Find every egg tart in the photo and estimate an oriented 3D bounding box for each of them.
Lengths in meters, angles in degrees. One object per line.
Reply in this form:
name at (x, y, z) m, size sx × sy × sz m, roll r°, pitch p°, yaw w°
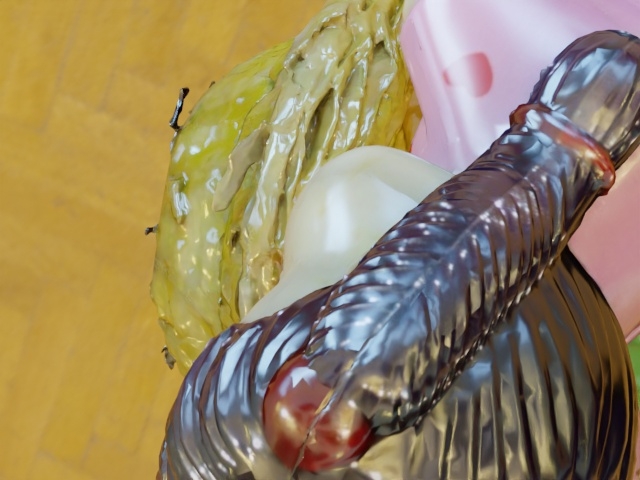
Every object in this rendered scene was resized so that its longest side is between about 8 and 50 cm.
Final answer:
egg tart at (0.000, 0.000, 0.837) m, size 0.116 × 0.295 × 0.295 m, roll 6°, pitch 113°, yaw 19°

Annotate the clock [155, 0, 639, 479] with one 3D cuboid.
clock at (0.043, 0.024, 0.418) m, size 0.100 × 0.195 × 0.194 m, roll 32°, pitch 149°, yaw 17°
